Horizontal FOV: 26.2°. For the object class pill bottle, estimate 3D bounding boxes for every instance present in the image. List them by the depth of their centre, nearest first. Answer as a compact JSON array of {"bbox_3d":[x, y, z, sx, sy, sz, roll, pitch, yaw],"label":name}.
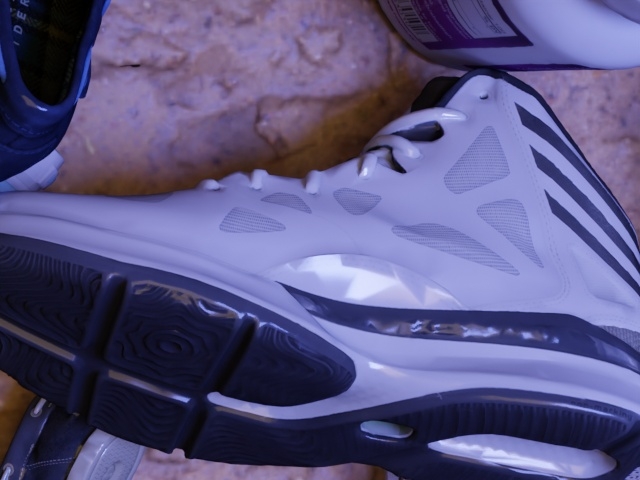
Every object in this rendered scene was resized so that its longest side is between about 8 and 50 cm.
[{"bbox_3d":[0.153,-0.188,0.841,0.169,0.301,0.169,-2,97,-18],"label":"pill bottle"}]

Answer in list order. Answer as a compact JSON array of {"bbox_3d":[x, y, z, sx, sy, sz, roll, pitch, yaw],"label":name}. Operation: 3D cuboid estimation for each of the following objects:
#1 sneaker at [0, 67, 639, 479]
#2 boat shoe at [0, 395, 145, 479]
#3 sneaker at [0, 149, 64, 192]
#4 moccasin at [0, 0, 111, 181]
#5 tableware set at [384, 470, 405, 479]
[{"bbox_3d":[0.000,0.001,0.868,0.448,0.169,0.257,14,52,-12],"label":"sneaker"},{"bbox_3d":[-0.202,0.201,0.904,0.079,0.084,0.233,31,94,19],"label":"boat shoe"},{"bbox_3d":[-0.329,-0.104,0.786,0.366,0.135,0.150,39,81,-17],"label":"sneaker"},{"bbox_3d":[-0.144,-0.193,0.789,0.138,0.117,0.342,16,66,-39],"label":"moccasin"},{"bbox_3d":[0.086,0.215,1.005,0.128,0.039,0.194,-7,104,-32],"label":"tableware set"}]
